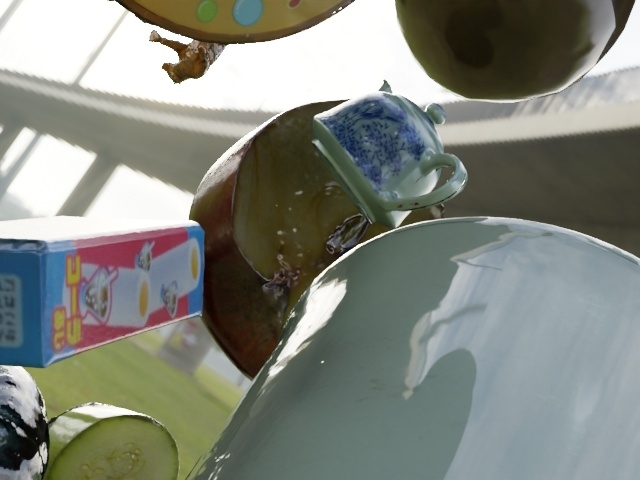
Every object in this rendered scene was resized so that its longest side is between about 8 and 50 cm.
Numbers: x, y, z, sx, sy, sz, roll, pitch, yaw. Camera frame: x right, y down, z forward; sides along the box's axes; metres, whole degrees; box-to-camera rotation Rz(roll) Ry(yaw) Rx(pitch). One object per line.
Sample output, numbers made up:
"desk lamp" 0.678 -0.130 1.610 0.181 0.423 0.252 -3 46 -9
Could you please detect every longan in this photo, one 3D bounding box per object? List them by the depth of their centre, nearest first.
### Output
"longan" 0.263 -0.372 1.535 0.336 0.404 0.404 1 -7 -3

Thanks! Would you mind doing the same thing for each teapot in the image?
"teapot" 0.083 -0.105 1.282 0.159 0.159 0.232 40 9 -40

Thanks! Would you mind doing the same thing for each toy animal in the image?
"toy animal" -0.175 -0.373 1.951 0.114 0.255 0.116 44 -1 28

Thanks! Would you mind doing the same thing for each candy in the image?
"candy" -0.226 0.034 0.966 0.157 0.100 0.306 1 5 16

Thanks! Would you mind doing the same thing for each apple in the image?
"apple" 0.000 0.000 1.429 0.295 0.365 0.328 34 -35 18

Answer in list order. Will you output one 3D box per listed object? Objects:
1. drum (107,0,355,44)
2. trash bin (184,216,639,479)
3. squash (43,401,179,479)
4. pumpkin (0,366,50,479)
"drum" -0.097 -0.410 1.033 0.431 0.431 0.214 40 0 -40
"trash bin" 0.045 0.179 0.491 0.280 0.280 0.432 33 35 6
"squash" -0.317 0.354 1.668 0.220 0.220 0.133 39 -19 -33
"pumpkin" -0.486 0.265 1.400 0.315 0.315 0.238 29 -35 30
